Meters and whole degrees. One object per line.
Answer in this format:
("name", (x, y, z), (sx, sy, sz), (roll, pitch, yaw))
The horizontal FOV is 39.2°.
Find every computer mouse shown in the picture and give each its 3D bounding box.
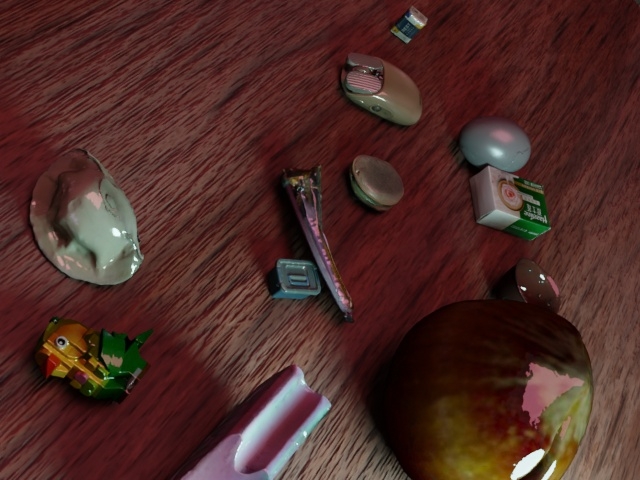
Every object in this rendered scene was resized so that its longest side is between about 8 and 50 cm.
("computer mouse", (0.157, -0.372, 2.213), (0.236, 0.082, 0.145), (25, 52, -25))

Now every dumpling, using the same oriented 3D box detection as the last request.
("dumpling", (-0.411, -0.033, 1.555), (0.172, 0.142, 0.247), (-26, 87, -9))

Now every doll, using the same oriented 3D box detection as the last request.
("doll", (-0.365, 0.186, 1.451), (0.186, 0.106, 0.134), (19, 48, -27))

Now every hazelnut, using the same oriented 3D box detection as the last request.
("hazelnut", (0.313, 0.302, 1.739), (0.402, 0.402, 0.429), (40, 52, -11))

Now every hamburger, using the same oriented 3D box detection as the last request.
("hamburger", (0.124, -0.129, 2.051), (0.140, 0.062, 0.133), (13, 53, -29))

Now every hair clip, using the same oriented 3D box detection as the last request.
("hair clip", (-0.001, 0.000, 1.852), (0.095, 0.110, 0.359), (-9, 72, -23))

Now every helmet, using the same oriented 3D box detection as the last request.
("helmet", (0.482, 0.130, 2.136), (0.175, 0.106, 0.155), (-6, 70, -45))

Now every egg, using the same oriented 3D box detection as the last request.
("egg", (0.446, -0.246, 2.311), (0.198, 0.146, 0.146), (12, 56, -16))

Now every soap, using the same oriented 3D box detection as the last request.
("soap", (-0.142, 0.360, 1.456), (0.109, 0.193, 0.324), (47, 47, -2))

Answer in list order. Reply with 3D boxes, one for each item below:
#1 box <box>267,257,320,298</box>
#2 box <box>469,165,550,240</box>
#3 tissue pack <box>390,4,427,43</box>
("box", (-0.056, 0.081, 1.788), (0.099, 0.054, 0.074), (6, 59, -35))
("box", (0.483, -0.094, 2.295), (0.199, 0.081, 0.135), (14, 56, -28))
("tissue pack", (0.236, -0.574, 2.394), (0.062, 0.083, 0.042), (34, 46, -16))
